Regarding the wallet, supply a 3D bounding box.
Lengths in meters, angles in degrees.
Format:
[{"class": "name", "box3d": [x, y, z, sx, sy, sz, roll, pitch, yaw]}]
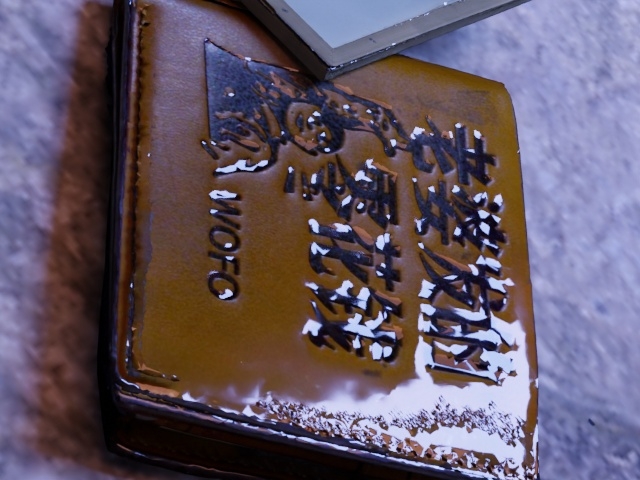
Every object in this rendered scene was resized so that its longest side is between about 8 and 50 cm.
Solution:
[{"class": "wallet", "box3d": [0.002, -0.001, 0.653, 0.161, 0.042, 0.195, 17, 51, -22]}]

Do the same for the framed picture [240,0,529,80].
[{"class": "framed picture", "box3d": [-0.018, -0.148, 0.745, 0.136, 0.010, 0.201, -25, 64, -43]}]
